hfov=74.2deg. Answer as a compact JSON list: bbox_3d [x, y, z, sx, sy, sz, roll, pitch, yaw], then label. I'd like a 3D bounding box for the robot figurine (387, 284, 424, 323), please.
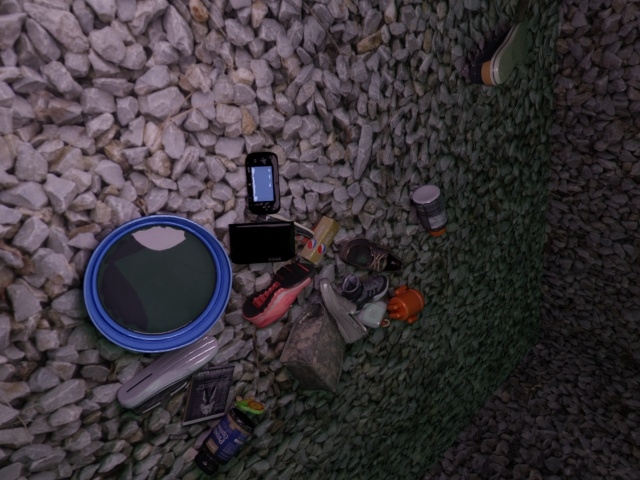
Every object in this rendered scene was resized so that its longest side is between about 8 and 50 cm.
[{"bbox_3d":[0.426,0.318,2.090,0.219,0.158,0.128,-20,142,-35],"label":"robot figurine"}]

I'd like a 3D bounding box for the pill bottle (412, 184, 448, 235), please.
[{"bbox_3d":[0.524,-0.132,1.990,0.130,0.130,0.245,-45,132,-18],"label":"pill bottle"}]

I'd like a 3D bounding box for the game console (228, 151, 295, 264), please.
[{"bbox_3d":[-0.195,-0.103,1.373,0.213,0.044,0.361,-4,100,-8],"label":"game console"}]

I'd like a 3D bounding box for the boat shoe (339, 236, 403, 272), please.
[{"bbox_3d":[0.233,0.069,1.813,0.355,0.130,0.132,7,102,-43],"label":"boat shoe"}]

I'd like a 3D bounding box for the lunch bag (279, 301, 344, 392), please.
[{"bbox_3d":[-0.013,0.424,1.711,0.235,0.169,0.287,58,39,-36],"label":"lunch bag"}]

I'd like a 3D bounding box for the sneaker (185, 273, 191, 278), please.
[{"bbox_3d":[-0.442,0.138,1.305,0.166,0.065,0.076,-36,139,-18],"label":"sneaker"}]

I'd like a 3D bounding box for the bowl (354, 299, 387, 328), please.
[{"bbox_3d":[0.232,0.327,1.931,0.142,0.053,0.142,24,86,-14],"label":"bowl"}]

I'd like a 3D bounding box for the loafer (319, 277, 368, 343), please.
[{"bbox_3d":[0.094,0.280,1.748,0.112,0.112,0.319,-26,111,7],"label":"loafer"}]

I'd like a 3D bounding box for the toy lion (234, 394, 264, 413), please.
[{"bbox_3d":[-0.268,0.636,1.629,0.100,0.096,0.034,16,96,-43],"label":"toy lion"}]

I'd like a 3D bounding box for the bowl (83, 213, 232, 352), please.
[{"bbox_3d":[-0.452,0.119,1.204,0.391,0.077,0.391,-4,99,-28],"label":"bowl"}]

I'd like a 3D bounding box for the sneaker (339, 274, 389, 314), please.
[{"bbox_3d":[0.193,0.202,1.852,0.269,0.101,0.153,-33,129,-24],"label":"sneaker"}]

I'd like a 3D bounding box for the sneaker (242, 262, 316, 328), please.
[{"bbox_3d":[-0.143,0.204,1.573,0.314,0.116,0.136,-38,139,-16],"label":"sneaker"}]

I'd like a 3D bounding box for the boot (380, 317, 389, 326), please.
[{"bbox_3d":[0.260,0.370,1.997,0.158,0.085,0.059,16,99,-42],"label":"boot"}]

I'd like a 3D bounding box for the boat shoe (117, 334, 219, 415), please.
[{"bbox_3d":[-0.474,0.431,1.366,0.335,0.121,0.119,-30,133,-16],"label":"boat shoe"}]

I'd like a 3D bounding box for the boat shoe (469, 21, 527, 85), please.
[{"bbox_3d":[0.833,-0.861,1.953,0.500,0.156,0.186,-48,128,-31],"label":"boat shoe"}]

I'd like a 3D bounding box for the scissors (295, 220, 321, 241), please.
[{"bbox_3d":[-0.072,-0.004,1.590,0.297,0.021,0.109,-15,119,-38],"label":"scissors"}]

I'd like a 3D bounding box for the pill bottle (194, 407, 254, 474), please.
[{"bbox_3d":[-0.358,0.748,1.574,0.219,0.123,0.123,-49,132,-10],"label":"pill bottle"}]

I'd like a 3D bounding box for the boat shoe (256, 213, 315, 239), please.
[{"bbox_3d":[-0.123,-0.041,1.488,0.233,0.084,0.079,20,90,-36],"label":"boat shoe"}]

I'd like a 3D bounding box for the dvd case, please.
[{"bbox_3d":[-0.405,0.558,1.532,0.165,0.018,0.221,5,103,-44],"label":"dvd case"}]

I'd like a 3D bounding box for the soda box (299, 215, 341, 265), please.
[{"bbox_3d":[0.000,0.000,1.602,0.058,0.061,0.181,38,81,-43],"label":"soda box"}]
